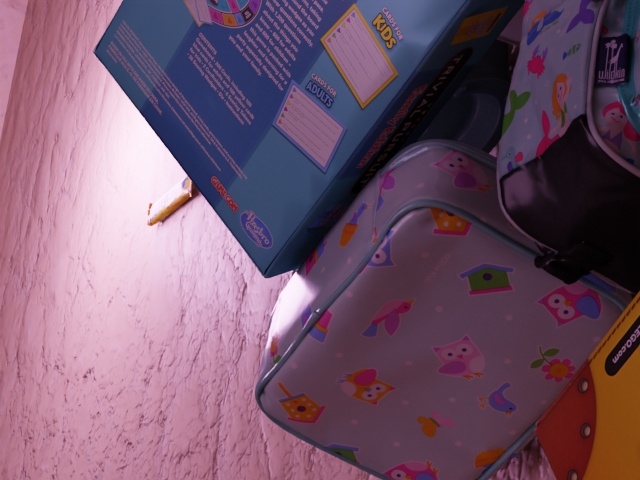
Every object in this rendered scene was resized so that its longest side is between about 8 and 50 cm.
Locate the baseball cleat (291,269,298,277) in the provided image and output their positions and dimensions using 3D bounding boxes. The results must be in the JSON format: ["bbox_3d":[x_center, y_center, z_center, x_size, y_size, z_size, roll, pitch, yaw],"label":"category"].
[{"bbox_3d":[0.000,0.000,1.422,0.109,0.072,0.206,123,156,-60],"label":"baseball cleat"}]

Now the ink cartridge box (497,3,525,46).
[{"bbox_3d":[0.211,-0.317,1.074,0.211,0.121,0.289,-47,38,45],"label":"ink cartridge box"}]

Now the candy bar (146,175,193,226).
[{"bbox_3d":[-0.215,-0.059,1.920,0.161,0.018,0.040,-30,51,55],"label":"candy bar"}]

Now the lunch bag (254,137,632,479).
[{"bbox_3d":[0.093,0.070,1.012,0.279,0.224,0.108,-53,19,38],"label":"lunch bag"}]

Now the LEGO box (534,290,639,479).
[{"bbox_3d":[0.344,0.061,0.535,0.500,0.193,0.372,-59,30,31],"label":"LEGO box"}]

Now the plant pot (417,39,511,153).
[{"bbox_3d":[0.050,-0.148,1.177,0.196,0.293,0.293,57,132,25],"label":"plant pot"}]

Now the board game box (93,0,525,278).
[{"bbox_3d":[-0.010,-0.177,0.991,0.254,0.079,0.336,52,128,19],"label":"board game box"}]

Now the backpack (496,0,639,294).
[{"bbox_3d":[0.233,-0.098,0.808,0.191,0.225,0.253,-45,27,46],"label":"backpack"}]
